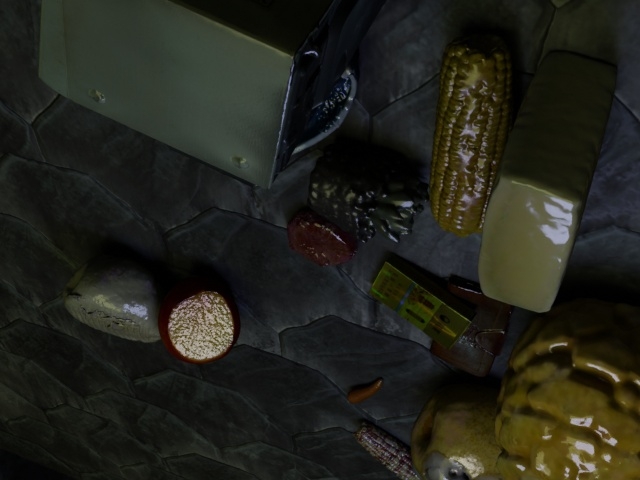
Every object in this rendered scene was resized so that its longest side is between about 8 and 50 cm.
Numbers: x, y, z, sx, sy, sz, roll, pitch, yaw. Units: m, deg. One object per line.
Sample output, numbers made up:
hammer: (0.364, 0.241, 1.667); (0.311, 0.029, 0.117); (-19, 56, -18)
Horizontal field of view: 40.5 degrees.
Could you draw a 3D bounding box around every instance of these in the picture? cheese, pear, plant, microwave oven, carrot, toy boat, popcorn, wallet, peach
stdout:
cheese: (0.302, -0.078, 1.162); (0.124, 0.265, 0.242); (14, 141, 19)
pear: (0.326, 0.424, 1.805); (0.271, 0.271, 0.271); (18, 143, 14)
plant: (0.080, -0.075, 1.432); (0.194, 0.129, 0.132); (24, 146, 12)
microwave oven: (-0.103, -0.306, 1.039); (0.333, 0.394, 0.247); (26, 144, 4)
carrot: (0.105, 0.351, 2.017); (0.035, 0.035, 0.142); (39, 136, -15)
toy boat: (-0.038, -0.202, 1.340); (0.129, 0.142, 0.309); (42, 143, -15)
popcorn: (0.468, 0.306, 1.460); (0.344, 0.354, 0.390); (18, 149, 46)
wallet: (0.291, 0.171, 1.672); (0.137, 0.031, 0.255); (22, 142, 14)
peach: (-0.264, 0.176, 1.906); (0.190, 0.190, 0.192); (28, 156, 0)

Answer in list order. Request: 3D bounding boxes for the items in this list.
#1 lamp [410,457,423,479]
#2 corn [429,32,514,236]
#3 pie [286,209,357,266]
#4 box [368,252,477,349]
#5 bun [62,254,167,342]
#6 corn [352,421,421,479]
lamp: (0.267, 0.524, 2.062); (0.105, 0.105, 0.105); (18, 143, 14)
corn: (0.219, -0.140, 1.267); (0.120, 0.120, 0.363); (14, 141, 18)
pie: (0.000, 0.000, 1.648); (0.154, 0.038, 0.153); (19, 145, 14)
box: (0.191, 0.118, 1.646); (0.193, 0.030, 0.121); (36, 146, 10)
bun: (-0.457, 0.133, 2.007); (0.273, 0.168, 0.273); (16, 155, 7)
corn: (0.184, 0.532, 2.154); (0.237, 0.079, 0.079); (39, 143, -8)
